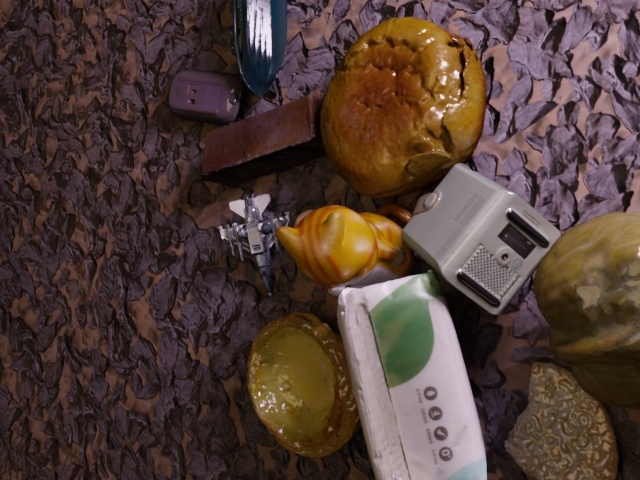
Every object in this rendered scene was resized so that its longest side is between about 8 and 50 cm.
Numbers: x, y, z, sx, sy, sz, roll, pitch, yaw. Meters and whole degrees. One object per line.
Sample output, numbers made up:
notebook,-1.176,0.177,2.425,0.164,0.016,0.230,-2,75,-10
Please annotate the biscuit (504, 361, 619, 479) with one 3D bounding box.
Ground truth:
biscuit,0.402,0.333,1.397,0.188,0.040,0.265,-20,74,33

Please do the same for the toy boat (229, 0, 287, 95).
toy boat,-0.136,-0.456,1.781,0.122,0.114,0.295,-2,86,56

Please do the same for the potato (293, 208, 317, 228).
potato,0.001,0.003,1.665,0.112,0.112,0.147,-27,78,31

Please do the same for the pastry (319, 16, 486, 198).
pastry,0.145,-0.244,1.540,0.356,0.164,0.355,0,89,37

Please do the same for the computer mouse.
computer mouse,-0.261,-0.329,1.897,0.232,0.057,0.120,12,94,38

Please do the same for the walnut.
walnut,0.471,0.100,1.234,0.277,0.282,0.253,-27,33,40

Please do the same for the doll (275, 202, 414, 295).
doll,0.060,0.018,1.519,0.167,0.270,0.162,-27,76,28

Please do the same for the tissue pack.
tissue pack,0.156,0.246,1.426,0.194,0.266,0.356,-14,79,4

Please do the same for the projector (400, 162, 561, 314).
projector,0.258,-0.012,1.396,0.177,0.163,0.242,-52,21,5

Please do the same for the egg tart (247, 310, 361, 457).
egg tart,-0.015,0.281,1.649,0.294,0.123,0.293,0,90,38

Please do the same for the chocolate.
chocolate,-0.115,-0.208,1.759,0.321,0.112,0.111,-15,70,34

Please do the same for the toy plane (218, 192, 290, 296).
toy plane,-0.134,0.003,1.776,0.160,0.082,0.234,-12,79,7
